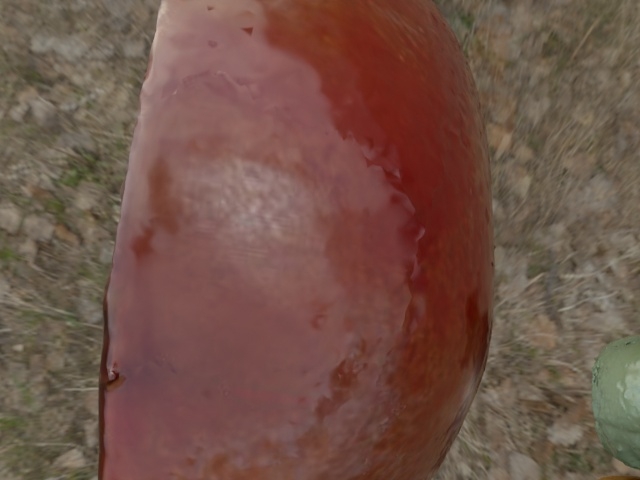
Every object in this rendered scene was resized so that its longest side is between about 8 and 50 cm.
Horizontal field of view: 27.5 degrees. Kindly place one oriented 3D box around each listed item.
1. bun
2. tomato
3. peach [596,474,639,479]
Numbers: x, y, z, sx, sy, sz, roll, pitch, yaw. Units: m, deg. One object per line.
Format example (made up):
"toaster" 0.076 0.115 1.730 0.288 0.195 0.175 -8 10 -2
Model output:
"bun" 0.324 0.137 1.036 0.221 0.221 0.108 0 71 4
"tomato" 0.011 0.006 0.603 0.143 0.338 0.338 6 85 6
"peach" 0.255 0.247 1.107 0.100 0.101 0.101 0 85 4
